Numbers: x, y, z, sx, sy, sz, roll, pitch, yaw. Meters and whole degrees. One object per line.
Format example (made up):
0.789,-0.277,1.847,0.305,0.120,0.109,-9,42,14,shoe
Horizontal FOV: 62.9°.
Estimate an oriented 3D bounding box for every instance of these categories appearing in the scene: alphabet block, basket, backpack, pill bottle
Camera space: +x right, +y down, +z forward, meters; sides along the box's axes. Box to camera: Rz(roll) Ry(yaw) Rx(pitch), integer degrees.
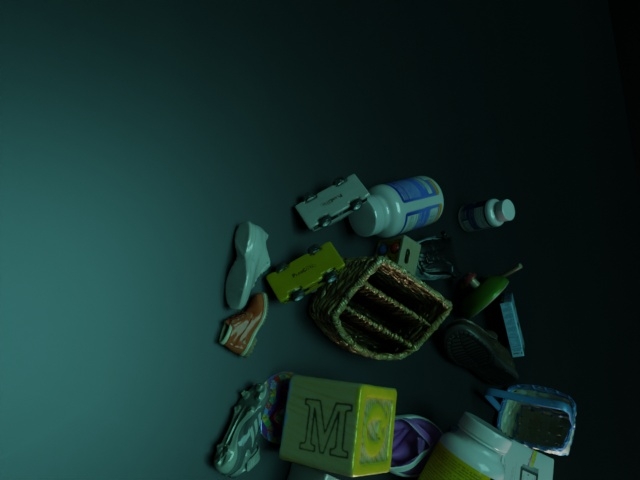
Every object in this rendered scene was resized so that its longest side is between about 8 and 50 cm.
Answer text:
0.045,0.425,1.219,0.192,0.197,0.194,25,67,-52,alphabet block
0.149,0.191,1.344,0.299,0.223,0.214,35,68,-31,basket
0.324,0.061,1.574,0.181,0.115,0.152,-4,71,-39,backpack
0.370,0.643,1.398,0.187,0.188,0.334,31,87,-29,pill bottle
0.683,0.560,1.680,0.289,0.254,0.201,47,58,-44,basket
0.213,-0.093,1.495,0.271,0.152,0.153,-15,91,-37,pill bottle
0.552,-0.087,1.736,0.094,0.169,0.094,7,78,-36,pill bottle

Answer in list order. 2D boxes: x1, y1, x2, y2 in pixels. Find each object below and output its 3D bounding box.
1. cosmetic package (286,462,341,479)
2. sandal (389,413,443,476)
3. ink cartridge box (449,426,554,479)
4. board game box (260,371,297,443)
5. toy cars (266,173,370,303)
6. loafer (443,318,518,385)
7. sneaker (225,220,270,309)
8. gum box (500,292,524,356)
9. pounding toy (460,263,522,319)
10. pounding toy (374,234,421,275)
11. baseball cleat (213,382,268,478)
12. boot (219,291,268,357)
-0.026,0.722,1.172,0.196,0.155,0.366,34,64,-25,cosmetic package
0.217,0.551,1.415,0.416,0.102,0.170,25,70,-33,sandal
0.531,0.705,1.565,0.270,0.198,0.197,32,64,-30,ink cartridge box
-0.081,0.404,1.261,0.133,0.033,0.169,4,79,-37,board game box
0.000,0.000,1.347,0.176,0.087,0.394,15,66,13,toy cars
0.502,0.342,1.670,0.366,0.133,0.130,42,36,-35,loafer
-0.161,0.065,1.239,0.094,0.080,0.213,26,66,-44,sneaker
0.657,0.285,1.788,0.157,0.041,0.185,-15,92,-68,gum box
0.516,0.141,1.694,0.110,0.183,0.236,47,54,10,pounding toy
0.205,0.061,1.475,0.100,0.130,0.141,29,66,-30,pounding toy
-0.163,0.431,1.184,0.109,0.072,0.206,50,61,-36,baseball cleat
-0.177,0.183,1.214,0.084,0.059,0.158,30,66,-24,boot
